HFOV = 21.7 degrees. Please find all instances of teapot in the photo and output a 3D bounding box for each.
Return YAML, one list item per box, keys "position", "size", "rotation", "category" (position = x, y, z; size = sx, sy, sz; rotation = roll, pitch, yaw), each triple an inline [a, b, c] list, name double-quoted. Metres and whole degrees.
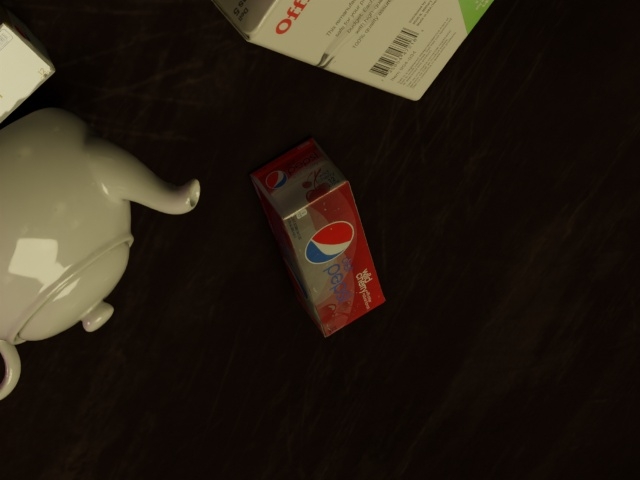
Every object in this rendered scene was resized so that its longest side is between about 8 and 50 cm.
- position: [-0.272, 0.014, 1.581]
  size: [0.252, 0.187, 0.256]
  rotation: [-39, 176, -28]
  category: "teapot"

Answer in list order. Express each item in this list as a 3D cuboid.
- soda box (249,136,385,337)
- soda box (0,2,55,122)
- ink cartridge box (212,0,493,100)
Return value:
- position: [0.000, 0.000, 1.969]
  size: [0.092, 0.083, 0.263]
  rotation: [-31, 146, -9]
  category: "soda box"
- position: [-0.345, -0.116, 1.516]
  size: [0.216, 0.074, 0.069]
  rotation: [-42, 121, 5]
  category: "soda box"
- position: [0.044, -0.272, 1.667]
  size: [0.273, 0.114, 0.198]
  rotation: [14, 120, -49]
  category: "ink cartridge box"
